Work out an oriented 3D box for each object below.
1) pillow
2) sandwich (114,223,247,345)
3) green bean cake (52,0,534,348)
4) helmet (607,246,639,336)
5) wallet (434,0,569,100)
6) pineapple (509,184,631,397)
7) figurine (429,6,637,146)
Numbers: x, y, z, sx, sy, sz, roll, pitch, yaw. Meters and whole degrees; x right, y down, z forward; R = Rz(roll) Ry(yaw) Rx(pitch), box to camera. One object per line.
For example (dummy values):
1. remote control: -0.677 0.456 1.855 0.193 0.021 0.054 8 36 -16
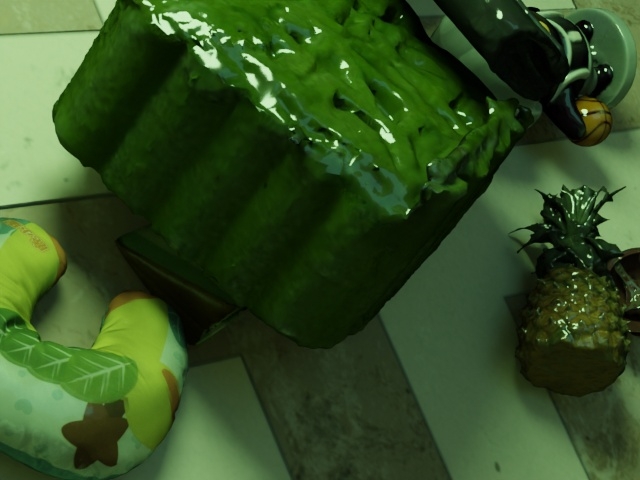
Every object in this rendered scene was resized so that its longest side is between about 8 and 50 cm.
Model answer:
1. pillow: -0.212 0.082 1.202 0.233 0.086 0.214 32 37 -12
2. sandwich: -0.103 0.017 1.319 0.116 0.074 0.074 52 45 3
3. green bean cake: -0.018 -0.105 1.303 0.319 0.218 0.335 39 27 5
4. helmet: 0.332 0.067 1.621 0.089 0.057 0.111 11 54 13
5. wallet: 0.075 -0.307 1.396 0.406 0.062 0.228 56 13 14
6. pineapple: 0.248 0.037 1.550 0.125 0.125 0.251 29 44 -18
7. figurine: 0.222 -0.179 1.650 0.236 0.133 0.176 -3 62 -41
